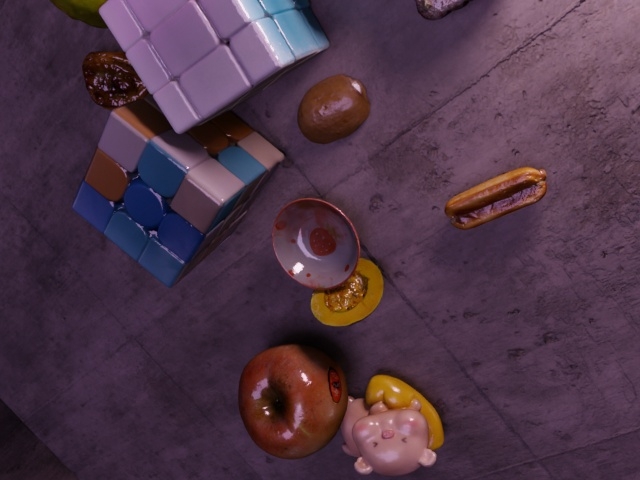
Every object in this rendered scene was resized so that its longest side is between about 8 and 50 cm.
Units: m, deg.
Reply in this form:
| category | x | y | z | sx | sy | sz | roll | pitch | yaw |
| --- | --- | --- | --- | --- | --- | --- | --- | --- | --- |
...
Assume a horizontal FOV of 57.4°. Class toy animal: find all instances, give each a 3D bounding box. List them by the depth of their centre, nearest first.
| category | x | y | z | sx | sy | sz | roll | pitch | yaw |
| --- | --- | --- | --- | --- | --- | --- | --- | --- | --- |
| toy animal | 0.175 | 0.562 | 1.728 | 0.345 | 0.247 | 0.277 | -9 | 110 | 27 |

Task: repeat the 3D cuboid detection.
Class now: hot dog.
| category | x | y | z | sx | sy | sz | roll | pitch | yaw |
| --- | --- | --- | --- | --- | --- | --- | --- | --- | --- |
| hot dog | 0.412 | -0.101 | 1.384 | 0.249 | 0.068 | 0.100 | -23 | 118 | 33 |
| hot dog | -0.565 | -0.443 | 1.613 | 0.227 | 0.099 | 0.160 | 6 | 117 | 24 |

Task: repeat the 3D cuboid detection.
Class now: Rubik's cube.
| category | x | y | z | sx | sy | sz | roll | pitch | yaw |
| --- | --- | --- | --- | --- | --- | --- | --- | --- | --- |
| Rubik's cube | -0.222 | -0.475 | 1.312 | 0.319 | 0.322 | 0.316 | -24 | 103 | 30 |
| Rubik's cube | -0.364 | -0.155 | 1.527 | 0.344 | 0.347 | 0.346 | 40 | 124 | 1 |

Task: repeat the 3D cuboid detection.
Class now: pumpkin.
| category | x | y | z | sx | sy | sz | roll | pitch | yaw |
| --- | --- | --- | --- | --- | --- | --- | --- | --- | --- |
| pumpkin | 0.085 | 0.161 | 1.606 | 0.217 | 0.217 | 0.110 | -3 | 146 | 25 |

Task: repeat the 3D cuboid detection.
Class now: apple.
| category | x | y | z | sx | sy | sz | roll | pitch | yaw |
| --- | --- | --- | --- | --- | --- | --- | --- | --- | --- |
| apple | -0.068 | 0.473 | 1.755 | 0.338 | 0.305 | 0.338 | -3 | 84 | 32 |

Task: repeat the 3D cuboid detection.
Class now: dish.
| category | x | y | z | sx | sy | sz | roll | pitch | yaw |
| --- | --- | --- | --- | --- | --- | --- | --- | --- | --- |
| dish | 0.000 | 0.000 | 1.601 | 0.260 | 0.085 | 0.260 | 9 | 113 | 23 |

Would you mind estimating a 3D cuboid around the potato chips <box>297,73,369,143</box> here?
| category | x | y | z | sx | sy | sz | roll | pitch | yaw |
| --- | --- | --- | --- | --- | --- | --- | --- | --- | --- |
| potato chips | 0.026 | -0.319 | 1.450 | 0.202 | 0.049 | 0.150 | -22 | 111 | 25 |

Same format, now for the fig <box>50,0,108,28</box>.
| category | x | y | z | sx | sy | sz | roll | pitch | yaw |
| --- | --- | --- | --- | --- | --- | --- | --- | --- | --- |
| fig | -0.537 | -0.681 | 1.386 | 0.258 | 0.258 | 0.326 | 31 | 117 | 6 |

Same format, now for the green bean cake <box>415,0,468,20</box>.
| category | x | y | z | sx | sy | sz | roll | pitch | yaw |
| --- | --- | --- | --- | --- | --- | --- | --- | --- | --- |
| green bean cake | 0.252 | -0.584 | 1.181 | 0.198 | 0.097 | 0.232 | -27 | 103 | 33 |
